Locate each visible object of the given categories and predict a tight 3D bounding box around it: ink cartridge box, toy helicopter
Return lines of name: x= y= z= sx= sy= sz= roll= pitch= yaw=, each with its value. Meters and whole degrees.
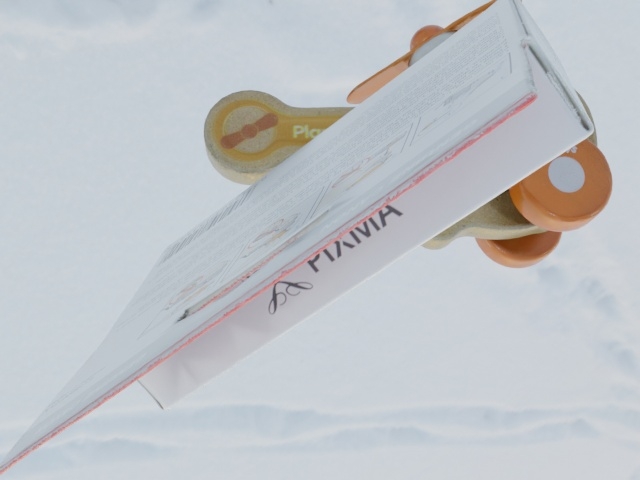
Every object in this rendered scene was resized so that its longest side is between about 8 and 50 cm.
ink cartridge box: x=0.000 y=0.000 z=0.462 sx=0.296 sy=0.261 sz=0.066 roll=-35 pitch=104 yaw=21
toy helicopter: x=0.074 y=-0.106 z=0.780 sx=0.355 sy=0.235 sz=0.140 roll=1 pitch=162 yaw=-6
